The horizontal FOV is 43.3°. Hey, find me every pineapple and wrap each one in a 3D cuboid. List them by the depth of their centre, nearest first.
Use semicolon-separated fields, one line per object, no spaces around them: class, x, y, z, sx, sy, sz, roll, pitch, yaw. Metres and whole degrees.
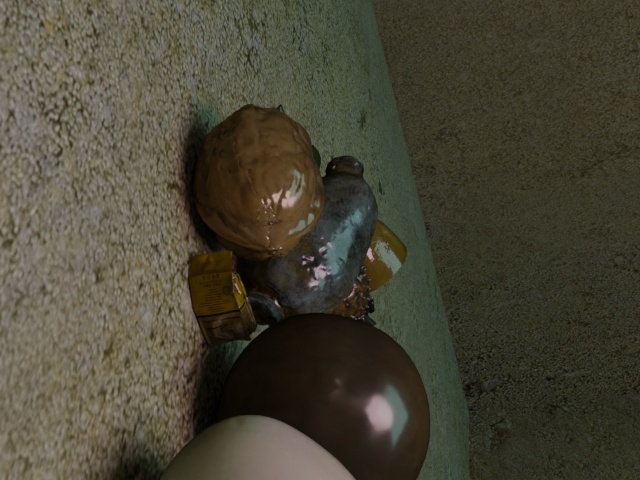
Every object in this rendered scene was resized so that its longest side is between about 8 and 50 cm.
pineapple;0.051;0.138;1.661;0.364;0.166;0.165;56;29;-62

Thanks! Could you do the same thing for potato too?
potato;0.096;0.010;1.907;0.203;0.178;0.158;-48;116;-40

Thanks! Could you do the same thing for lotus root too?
lotus root;0.002;0.001;1.343;0.349;0.175;0.175;-59;145;-27

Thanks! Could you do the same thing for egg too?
egg;-0.063;0.359;0.858;0.283;0.283;0.345;-38;121;-73

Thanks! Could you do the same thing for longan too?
longan;0.002;0.260;1.122;0.319;0.319;0.319;-9;90;-75

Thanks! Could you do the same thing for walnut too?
walnut;-0.090;-0.083;1.199;0.198;0.198;0.245;60;16;-53

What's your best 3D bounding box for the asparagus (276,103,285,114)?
asparagus;-0.073;-0.232;1.655;0.025;0.021;0.108;-77;154;-44

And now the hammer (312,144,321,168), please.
hammer;-0.040;-0.121;1.573;0.335;0.119;0.206;-81;158;-66

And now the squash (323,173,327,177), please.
squash;0.006;-0.055;1.727;0.184;0.085;0.192;55;29;-52

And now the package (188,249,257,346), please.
package;-0.141;0.083;1.136;0.047;0.071;0.131;-65;145;-59
